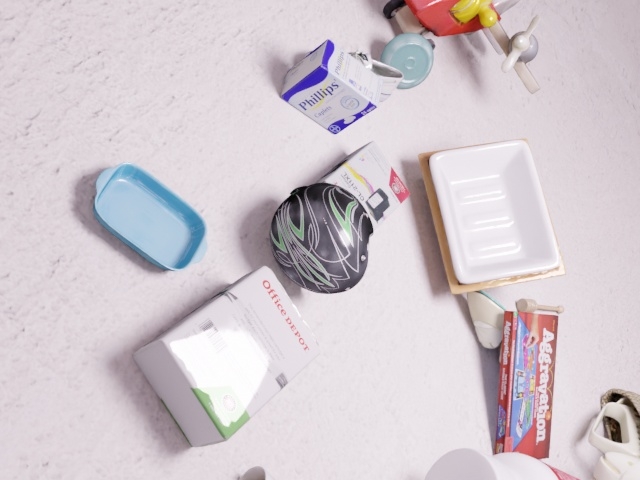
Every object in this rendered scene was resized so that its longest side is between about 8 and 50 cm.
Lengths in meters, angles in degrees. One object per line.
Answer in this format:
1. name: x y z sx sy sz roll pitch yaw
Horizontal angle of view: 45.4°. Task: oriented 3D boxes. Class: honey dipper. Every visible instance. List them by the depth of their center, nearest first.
1. honey dipper: 0.487 0.145 1.677 0.161 0.030 0.030 7 66 -42

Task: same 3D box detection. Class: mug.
1. mug: -0.083 0.361 1.065 0.064 0.078 0.062 44 15 -29

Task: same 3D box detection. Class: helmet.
1. helmet: 0.000 0.000 1.223 0.169 0.169 0.161 44 32 -17

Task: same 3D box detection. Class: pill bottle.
1. pill bottle: 0.361 0.489 1.265 0.408 0.229 0.229 30 53 -28

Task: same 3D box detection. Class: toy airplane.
1. toy airplane: 0.354 -0.543 1.703 0.386 0.272 0.384 30 46 -22

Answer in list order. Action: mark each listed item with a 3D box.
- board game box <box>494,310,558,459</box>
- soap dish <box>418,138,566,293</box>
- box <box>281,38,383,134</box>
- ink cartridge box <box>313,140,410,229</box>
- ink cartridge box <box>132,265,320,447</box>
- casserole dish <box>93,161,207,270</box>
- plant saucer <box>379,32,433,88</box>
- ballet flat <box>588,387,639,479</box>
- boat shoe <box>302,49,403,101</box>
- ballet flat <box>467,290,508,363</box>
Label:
1. board game box: 0.398 0.279 1.474 0.145 0.027 0.281 8 85 -39
2. soap dish: 0.329 -0.045 1.506 0.229 0.118 0.290 -10 74 -6
3. box: 0.021 -0.276 1.393 0.137 0.126 0.072 31 54 -27
4. ink cartridge box: 0.066 -0.081 1.380 0.127 0.072 0.175 55 45 -8
5. ink cartridge box: -0.126 0.159 1.085 0.219 0.092 0.160 -36 96 -45
6. casserole dish: -0.248 -0.029 1.106 0.188 0.037 0.114 39 50 -20
7. plant saucer: 0.183 -0.370 1.592 0.119 0.119 0.021 32 15 -27
8. ballet flat: 0.616 0.443 1.515 0.182 0.164 0.483 30 24 4
9. boat shoe: 0.067 -0.338 1.489 0.226 0.076 0.083 6 52 -44
10. ballet flat: 0.365 0.197 1.516 0.248 0.086 0.086 41 49 -21
